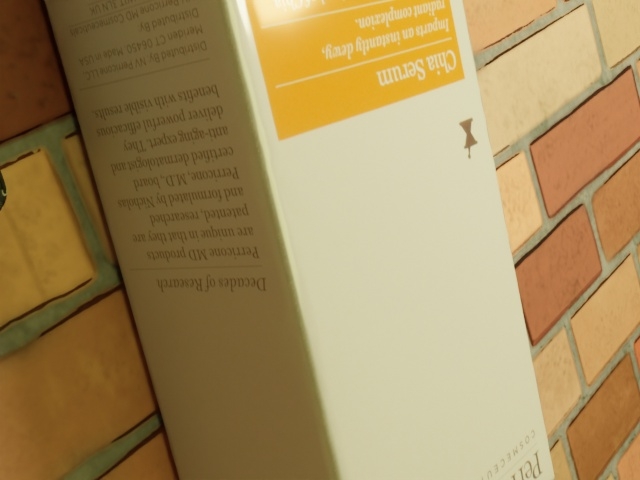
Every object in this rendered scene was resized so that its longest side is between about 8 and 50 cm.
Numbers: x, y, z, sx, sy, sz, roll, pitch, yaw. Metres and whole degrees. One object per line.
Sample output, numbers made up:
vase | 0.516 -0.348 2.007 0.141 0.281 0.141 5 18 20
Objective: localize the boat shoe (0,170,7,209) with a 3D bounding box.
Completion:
boat shoe | -0.212 -0.070 0.526 0.040 0.049 0.142 -73 144 -70

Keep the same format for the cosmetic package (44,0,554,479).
cosmetic package | 0.000 0.000 0.663 0.230 0.162 0.453 -26 107 -45
